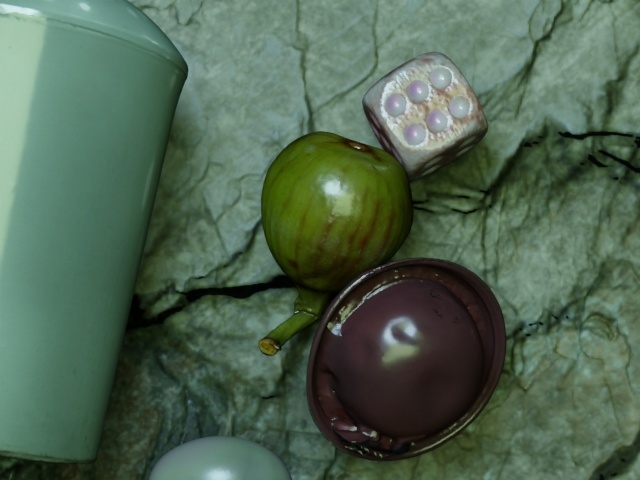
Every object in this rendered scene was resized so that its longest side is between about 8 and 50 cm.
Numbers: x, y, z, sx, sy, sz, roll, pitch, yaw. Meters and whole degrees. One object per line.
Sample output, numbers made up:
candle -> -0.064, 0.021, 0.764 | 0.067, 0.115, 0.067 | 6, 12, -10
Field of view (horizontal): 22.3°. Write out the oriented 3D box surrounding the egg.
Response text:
egg -> -0.091, 0.231, 1.489 | 0.135, 0.103, 0.103 | 2, 81, 4

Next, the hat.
hat -> 0.084, 0.115, 1.477 | 0.206, 0.089, 0.205 | -7, 110, -18

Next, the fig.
fig -> 0.015, -0.004, 1.518 | 0.142, 0.148, 0.186 | 1, 117, 2

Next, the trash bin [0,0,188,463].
trash bin -> -0.282, -0.033, 1.454 | 0.280, 0.280, 0.431 | 9, 84, 2

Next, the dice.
dice -> 0.099, -0.119, 1.549 | 0.093, 0.091, 0.094 | -32, 82, -4
